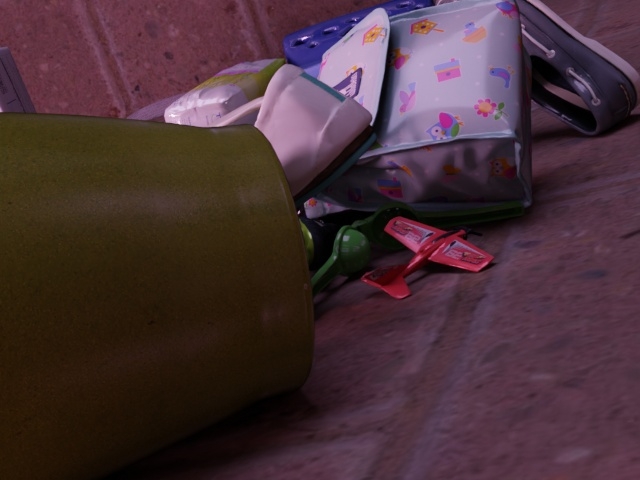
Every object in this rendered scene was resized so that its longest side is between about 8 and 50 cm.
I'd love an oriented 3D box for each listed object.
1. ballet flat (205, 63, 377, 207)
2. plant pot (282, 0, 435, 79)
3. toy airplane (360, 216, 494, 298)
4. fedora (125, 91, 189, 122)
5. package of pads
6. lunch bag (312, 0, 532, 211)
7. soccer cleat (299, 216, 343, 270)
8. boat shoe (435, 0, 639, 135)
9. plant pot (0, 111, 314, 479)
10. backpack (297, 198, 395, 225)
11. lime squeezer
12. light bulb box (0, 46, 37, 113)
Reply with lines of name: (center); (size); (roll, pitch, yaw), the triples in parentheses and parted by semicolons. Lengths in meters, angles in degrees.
ballet flat: (-0.105, -0.039, 1.230); (0.400, 0.139, 0.139); (-42, -2, 36)
plant pot: (0.085, -0.196, 1.699); (0.236, 0.236, 0.212); (-17, 20, 7)
toy airplane: (0.105, 0.019, 1.237); (0.151, 0.028, 0.151); (-7, 28, 4)
fedora: (-0.247, -0.081, 1.667); (0.243, 0.124, 0.275); (-13, 28, 34)
package of pads: (-0.096, -0.114, 1.604); (0.101, 0.229, 0.296); (-10, 17, 16)
lunch bag: (0.109, -0.151, 1.389); (0.262, 0.160, 0.223); (-3, 55, 16)
soccer cleat: (0.000, 0.000, 1.374); (0.072, 0.060, 0.179); (-5, 3, -5)
boat shoe: (0.275, -0.248, 1.609); (0.319, 0.116, 0.099); (35, 62, 18)
plant pot: (-0.202, 0.043, 1.006); (0.353, 0.367, 0.366); (-11, 12, -15)
backpack: (0.043, -0.076, 1.521); (0.182, 0.115, 0.152); (-14, 12, 7)
lime squeezer: (0.068, 0.013, 1.315); (0.310, 0.059, 0.110); (-25, 47, -22)
light bulb box: (-0.618, -0.143, 2.160); (0.225, 0.358, 0.361); (-22, 13, -1)
